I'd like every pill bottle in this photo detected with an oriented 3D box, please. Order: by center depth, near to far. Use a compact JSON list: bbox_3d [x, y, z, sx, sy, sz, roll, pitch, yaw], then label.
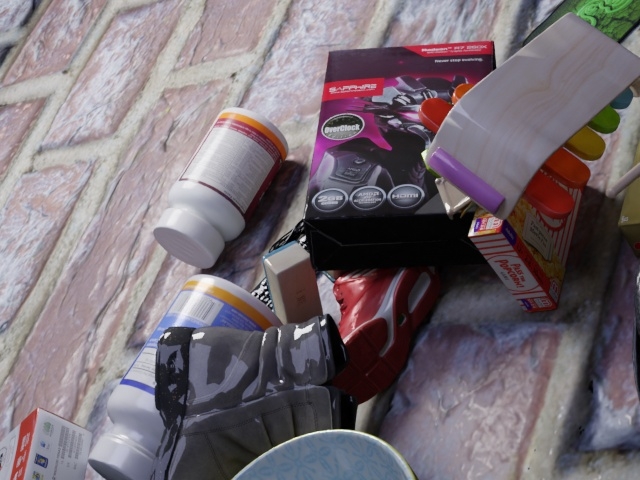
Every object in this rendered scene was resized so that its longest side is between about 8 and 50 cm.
[{"bbox_3d":[-0.171,0.191,1.726,0.152,0.152,0.272,7,58,45],"label":"pill bottle"},{"bbox_3d":[-0.146,-0.076,2.004,0.121,0.121,0.221,4,55,43],"label":"pill bottle"}]

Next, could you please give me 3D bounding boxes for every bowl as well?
[{"bbox_3d":[0.010,0.353,1.395,0.289,0.156,0.289,-23,40,21],"label":"bowl"}]

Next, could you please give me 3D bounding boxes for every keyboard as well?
[{"bbox_3d":[-0.035,0.018,1.882,0.192,0.038,0.100,-47,37,-10],"label":"keyboard"}]

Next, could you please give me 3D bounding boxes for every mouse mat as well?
[{"bbox_3d":[0.380,-0.311,1.887,0.189,0.007,0.152,-45,37,-8],"label":"mouse mat"}]

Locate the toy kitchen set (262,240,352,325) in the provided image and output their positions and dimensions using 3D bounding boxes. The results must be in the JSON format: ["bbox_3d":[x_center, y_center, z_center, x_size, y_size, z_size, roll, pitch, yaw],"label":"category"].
[{"bbox_3d":[0.000,0.000,1.817,0.207,0.122,0.166,-27,44,-18],"label":"toy kitchen set"}]

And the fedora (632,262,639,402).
[{"bbox_3d":[0.400,0.055,1.311,0.334,0.152,0.334,-24,51,34],"label":"fedora"}]

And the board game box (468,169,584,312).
[{"bbox_3d":[0.243,-0.037,1.605,0.045,0.147,0.193,-9,47,35],"label":"board game box"}]

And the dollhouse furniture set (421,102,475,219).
[{"bbox_3d":[0.170,-0.086,1.592,0.076,0.058,0.151,-37,46,22],"label":"dollhouse furniture set"}]

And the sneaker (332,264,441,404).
[{"bbox_3d":[0.048,0.113,1.694,0.221,0.087,0.128,-48,25,-24],"label":"sneaker"}]

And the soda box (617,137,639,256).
[{"bbox_3d":[0.394,-0.070,1.578,0.058,0.061,0.181,-7,48,36],"label":"soda box"}]

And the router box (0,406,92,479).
[{"bbox_3d":[-0.411,0.419,1.676,0.301,0.082,0.335,-42,31,34],"label":"router box"}]

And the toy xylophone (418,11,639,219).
[{"bbox_3d":[0.274,-0.133,1.534,0.323,0.081,0.236,-30,64,-33],"label":"toy xylophone"}]

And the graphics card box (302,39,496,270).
[{"bbox_3d":[0.111,-0.117,1.763,0.233,0.094,0.371,-1,42,9],"label":"graphics card box"}]

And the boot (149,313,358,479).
[{"bbox_3d":[-0.072,0.252,1.555,0.223,0.118,0.338,-2,85,12],"label":"boot"}]
